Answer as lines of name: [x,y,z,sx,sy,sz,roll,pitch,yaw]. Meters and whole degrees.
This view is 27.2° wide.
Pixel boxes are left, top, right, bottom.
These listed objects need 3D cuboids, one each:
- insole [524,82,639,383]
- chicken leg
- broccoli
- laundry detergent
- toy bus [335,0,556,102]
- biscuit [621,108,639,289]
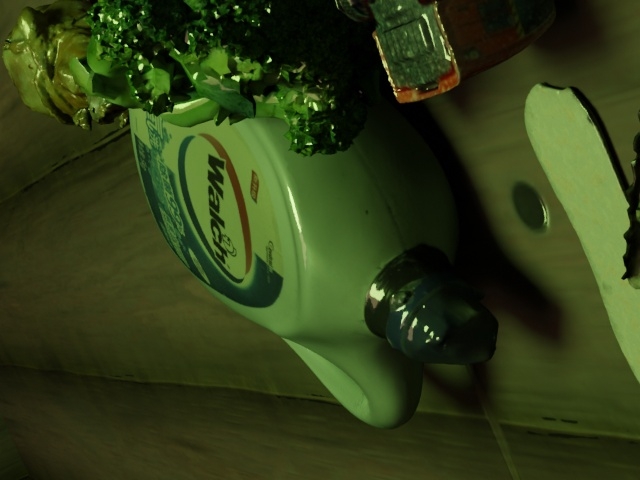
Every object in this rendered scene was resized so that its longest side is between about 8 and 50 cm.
insole: [0.139,0.019,0.586,0.197,0.004,0.065,64,158,3]
chicken leg: [-0.194,-0.139,1.054,0.228,0.088,0.103,-156,59,-62]
broccoli: [-0.046,-0.129,0.626,0.195,0.195,0.156,55,134,24]
laundry detergent: [0.000,0.000,0.747,0.280,0.105,0.214,41,147,42]
toy bus: [0.035,-0.157,0.543,0.065,0.077,0.192,-7,104,65]
biscuit: [0.123,-0.114,0.300,0.052,0.150,0.252,21,136,25]
